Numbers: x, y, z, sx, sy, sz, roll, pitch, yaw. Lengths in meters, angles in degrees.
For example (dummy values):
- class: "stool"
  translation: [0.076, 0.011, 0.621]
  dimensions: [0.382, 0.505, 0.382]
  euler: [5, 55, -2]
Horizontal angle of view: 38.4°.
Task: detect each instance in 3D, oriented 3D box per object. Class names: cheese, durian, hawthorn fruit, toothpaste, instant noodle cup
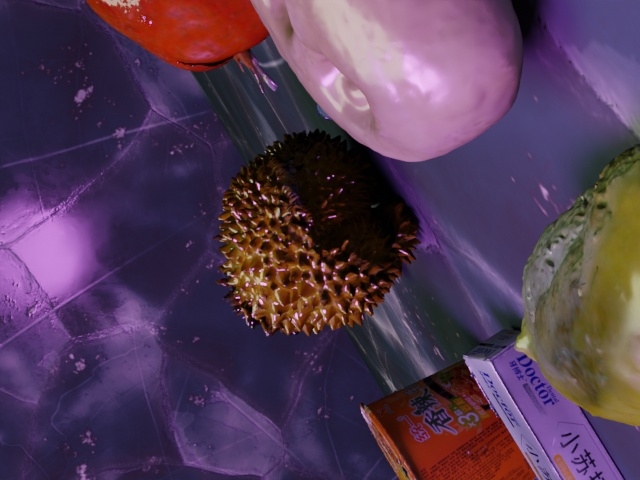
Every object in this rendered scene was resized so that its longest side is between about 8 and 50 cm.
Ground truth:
- class: "cheese"
  translation: [-0.003, -0.220, 0.555]
  dimensions: [0.328, 0.130, 0.351]
  euler: [56, 175, 37]
- class: "durian"
  translation: [-0.010, -0.006, 1.163]
  dimensions: [0.258, 0.258, 0.293]
  euler: [59, -147, -9]
- class: "hawthorn fruit"
  translation: [-0.126, -0.270, 0.955]
  dimensions: [0.299, 0.211, 0.211]
  euler: [52, 178, -39]
- class: "toothpaste"
  translation: [0.269, 0.238, 0.983]
  dimensions: [0.312, 0.071, 0.089]
  euler: [59, 170, -2]
- class: "durian"
  translation: [0.177, 0.032, 0.517]
  dimensions: [0.139, 0.101, 0.250]
  euler: [58, 168, 11]
- class: "instant noodle cup"
  translation: [0.184, 0.261, 1.188]
  dimensions: [0.230, 0.182, 0.230]
  euler: [57, 174, 10]

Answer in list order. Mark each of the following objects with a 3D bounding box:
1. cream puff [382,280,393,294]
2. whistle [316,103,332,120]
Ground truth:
- class: "cream puff"
  translation: [0.004, 0.009, 1.437]
  dimensions: [0.194, 0.195, 0.221]
  euler: [59, 169, -13]
- class: "whistle"
  translation: [0.019, -0.172, 1.019]
  dimensions: [0.039, 0.039, 0.186]
  euler: [57, 174, 2]
